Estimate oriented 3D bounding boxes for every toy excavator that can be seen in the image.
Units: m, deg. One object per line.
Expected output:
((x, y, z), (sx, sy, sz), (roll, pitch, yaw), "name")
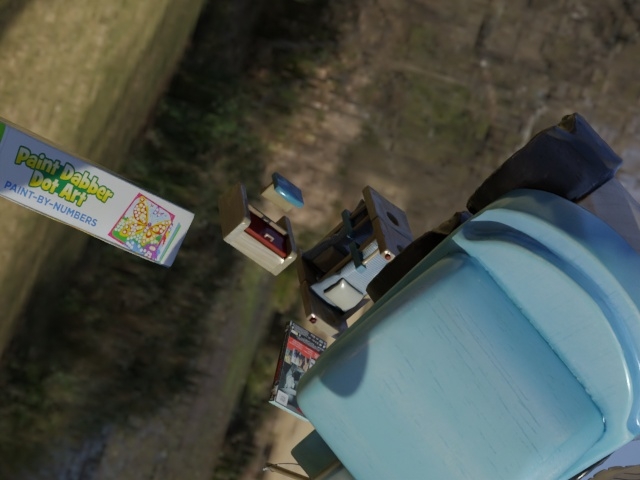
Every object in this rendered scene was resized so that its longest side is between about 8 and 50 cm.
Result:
((0.032, 0.157, 0.944), (0.445, 0.222, 0.433), (-30, 169, -42), "toy excavator")

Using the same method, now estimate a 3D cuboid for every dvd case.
((-0.030, 0.183, 1.878), (0.087, 0.013, 0.119), (34, 58, -44), "dvd case")

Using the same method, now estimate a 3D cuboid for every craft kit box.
((-0.265, -0.074, 1.080), (0.250, 0.246, 0.061), (25, -88, 44), "craft kit box")

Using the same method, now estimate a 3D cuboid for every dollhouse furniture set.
((0.000, 0.000, 1.512), (0.129, 0.184, 0.129), (-42, -147, 20), "dollhouse furniture set")

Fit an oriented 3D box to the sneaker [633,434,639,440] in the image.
((0.233, 0.070, 1.251), (0.110, 0.118, 0.292), (-60, -142, 41), "sneaker")

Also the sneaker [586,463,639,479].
((0.394, 0.288, 1.494), (0.297, 0.111, 0.129), (-32, -168, -21), "sneaker")

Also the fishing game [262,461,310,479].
((0.087, 0.242, 1.464), (0.189, 0.264, 0.041), (7, -77, 47), "fishing game")
